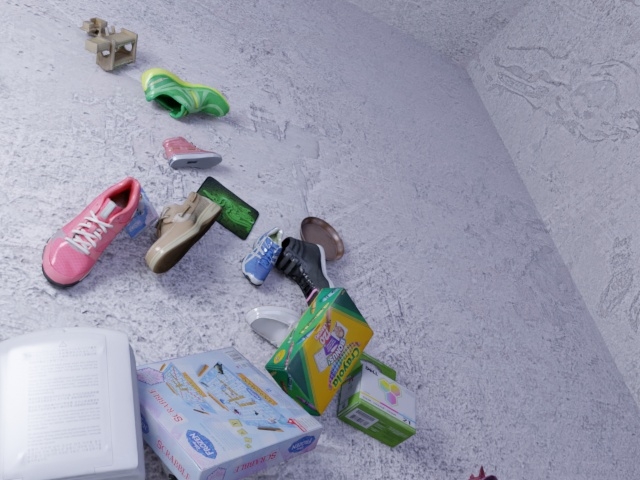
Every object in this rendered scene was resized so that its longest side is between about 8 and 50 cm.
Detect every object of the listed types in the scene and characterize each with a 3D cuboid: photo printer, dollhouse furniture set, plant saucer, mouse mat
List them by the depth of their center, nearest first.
[{"bbox_3d":[-0.455,0.296,1.221,0.256,0.107,0.307,-3,53,-20],"label":"photo printer"},{"bbox_3d":[-0.269,-0.094,1.954,0.190,0.007,0.152,38,35,-13],"label":"mouse mat"},{"bbox_3d":[-0.655,-0.563,1.987,0.161,0.101,0.182,25,33,14],"label":"dollhouse furniture set"},{"bbox_3d":[0.000,0.000,2.114,0.169,0.029,0.168,26,39,-24],"label":"plant saucer"}]

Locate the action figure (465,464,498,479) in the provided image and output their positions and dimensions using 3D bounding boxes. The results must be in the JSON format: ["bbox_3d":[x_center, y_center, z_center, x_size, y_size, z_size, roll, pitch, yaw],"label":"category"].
[{"bbox_3d":[0.375,0.715,1.701,0.276,0.248,0.370,-1,24,8],"label":"action figure"}]

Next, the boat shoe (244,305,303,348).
[{"bbox_3d":[-0.066,0.249,1.733,0.277,0.098,0.096,26,39,-28],"label":"boat shoe"}]

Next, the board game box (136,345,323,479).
[{"bbox_3d":[-0.214,0.347,1.390,0.318,0.065,0.319,-3,28,-47],"label":"board game box"}]

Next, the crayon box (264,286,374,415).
[{"bbox_3d":[0.003,0.268,1.680,0.278,0.081,0.165,-52,121,-35],"label":"crayon box"}]

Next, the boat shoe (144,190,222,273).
[{"bbox_3d":[-0.361,-0.027,1.704,0.110,0.121,0.341,38,25,-3],"label":"boat shoe"}]

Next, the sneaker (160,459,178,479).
[{"bbox_3d":[-0.206,0.416,1.421,0.279,0.107,0.118,8,40,-45],"label":"sneaker"}]

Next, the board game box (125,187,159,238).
[{"bbox_3d":[-0.447,-0.066,1.666,0.090,0.090,0.020,56,20,14],"label":"board game box"}]

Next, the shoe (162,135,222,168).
[{"bbox_3d":[-0.367,-0.255,1.963,0.178,0.063,0.081,-8,65,-44],"label":"shoe"}]

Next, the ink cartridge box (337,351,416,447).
[{"bbox_3d":[0.156,0.388,1.822,0.189,0.097,0.255,32,38,-18],"label":"ink cartridge box"}]

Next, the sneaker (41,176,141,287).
[{"bbox_3d":[-0.503,-0.036,1.511,0.116,0.136,0.313,37,49,-11],"label":"sneaker"}]

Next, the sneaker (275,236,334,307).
[{"bbox_3d":[-0.052,0.106,1.897,0.147,0.104,0.295,21,36,-28],"label":"sneaker"}]

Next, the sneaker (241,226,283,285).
[{"bbox_3d":[-0.155,0.037,1.870,0.080,0.081,0.211,35,38,-18],"label":"sneaker"}]

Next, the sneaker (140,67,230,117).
[{"bbox_3d":[-0.412,-0.420,2.074,0.296,0.109,0.123,13,69,-40],"label":"sneaker"}]
